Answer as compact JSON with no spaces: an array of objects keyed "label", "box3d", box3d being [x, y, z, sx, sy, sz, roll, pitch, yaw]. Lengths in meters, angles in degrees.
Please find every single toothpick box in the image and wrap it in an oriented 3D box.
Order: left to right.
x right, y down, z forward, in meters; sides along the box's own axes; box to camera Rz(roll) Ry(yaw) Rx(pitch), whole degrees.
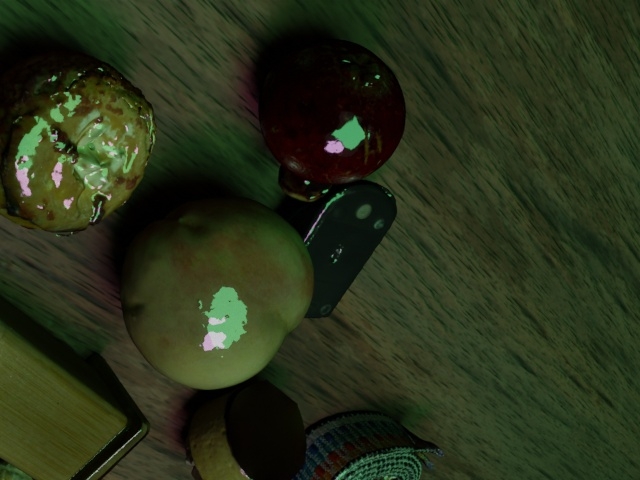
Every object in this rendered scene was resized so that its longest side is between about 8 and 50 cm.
[{"label":"toothpick box","box3d":[-0.421,0.206,1.530,0.187,0.190,0.308,-42,135,-3]}]

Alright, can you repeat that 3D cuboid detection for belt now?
[{"label":"belt","box3d":[0.083,0.461,2.169,0.295,0.160,0.207,7,117,-43]}]

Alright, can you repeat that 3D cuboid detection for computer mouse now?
[{"label":"computer mouse","box3d":[0.000,0.000,1.779,0.170,0.100,0.269,18,114,-42]}]

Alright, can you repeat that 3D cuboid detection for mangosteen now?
[{"label":"mangosteen","box3d":[0.004,-0.162,1.589,0.215,0.215,0.257,-10,146,-35]}]

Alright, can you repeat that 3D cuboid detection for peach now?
[{"label":"peach","box3d":[-0.149,0.069,1.593,0.292,0.247,0.292,-27,145,-21]}]

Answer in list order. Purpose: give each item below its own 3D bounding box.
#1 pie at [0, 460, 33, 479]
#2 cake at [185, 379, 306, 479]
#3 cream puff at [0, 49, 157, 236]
[{"label":"pie","box3d":[-0.507,0.471,1.691,0.306,0.071,0.306,-8,108,-24]},{"label":"cake","box3d":[-0.147,0.354,1.895,0.178,0.185,0.207,-25,-175,42]},{"label":"cream puff","box3d":[-0.325,-0.122,1.362,0.240,0.164,0.240,-37,144,-34]}]
